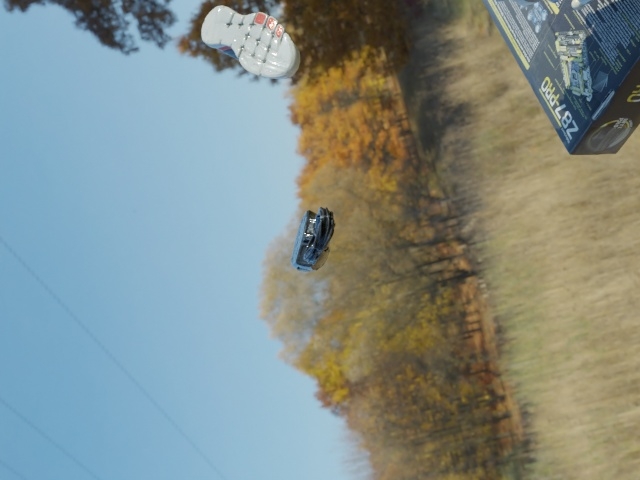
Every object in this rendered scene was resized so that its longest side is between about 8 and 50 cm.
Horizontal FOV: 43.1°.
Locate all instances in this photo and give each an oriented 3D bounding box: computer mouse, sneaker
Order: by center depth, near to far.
[{"bbox_3d":[-0.064,-0.212,0.880,0.065,0.061,0.158,21,-166,-49],"label":"sneaker"},{"bbox_3d":[0.000,0.000,0.902,0.242,0.041,0.071,152,132,-83],"label":"computer mouse"}]

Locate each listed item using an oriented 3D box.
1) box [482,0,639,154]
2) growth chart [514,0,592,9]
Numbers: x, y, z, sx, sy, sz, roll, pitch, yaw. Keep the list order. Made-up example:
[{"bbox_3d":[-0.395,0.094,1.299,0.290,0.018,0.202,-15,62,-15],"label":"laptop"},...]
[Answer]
[{"bbox_3d":[0.364,-0.364,1.102,0.318,0.097,0.395,114,145,-49],"label":"box"},{"bbox_3d":[0.243,-0.312,0.955,0.172,0.237,0.021,158,115,-77],"label":"growth chart"}]
